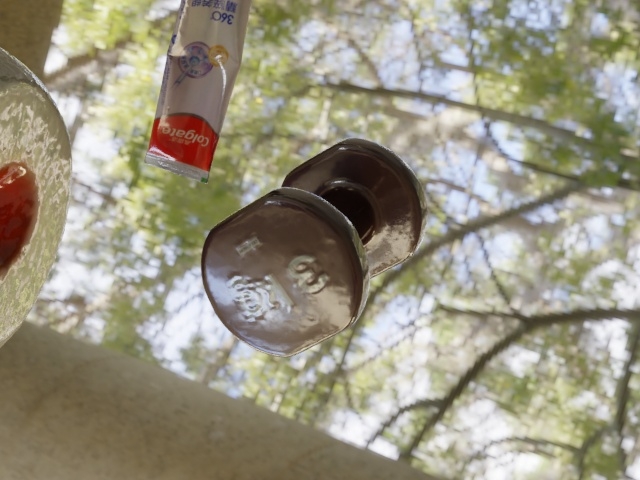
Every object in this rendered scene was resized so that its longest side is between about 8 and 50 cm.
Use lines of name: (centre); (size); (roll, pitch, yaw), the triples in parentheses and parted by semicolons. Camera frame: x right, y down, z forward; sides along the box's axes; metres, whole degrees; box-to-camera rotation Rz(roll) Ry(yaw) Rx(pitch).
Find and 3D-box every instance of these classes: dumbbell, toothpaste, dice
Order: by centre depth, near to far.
dice: (-0.376, -0.039, 1.137); (0.243, 0.251, 0.259); (75, -152, -56)
dumbbell: (0.000, 0.000, 1.140); (0.124, 0.140, 0.225); (59, -154, -6)
toothpaste: (-0.107, -0.205, 1.294); (0.048, 0.075, 0.301); (-77, 0, -75)
